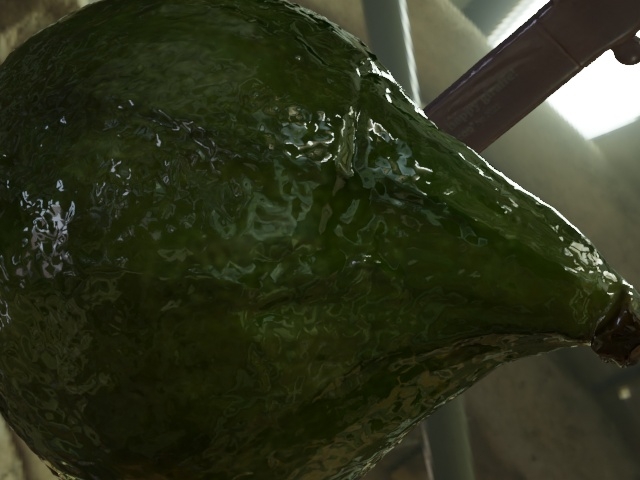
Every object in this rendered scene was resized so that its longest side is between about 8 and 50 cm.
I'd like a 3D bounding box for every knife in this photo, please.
[{"bbox_3d":[0.152,-0.131,1.056,0.132,0.038,0.398,43,-61,-11],"label":"knife"}]

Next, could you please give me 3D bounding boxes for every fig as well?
[{"bbox_3d":[0.000,0.000,0.396,0.235,0.203,0.203,-7,-30,25],"label":"fig"}]
